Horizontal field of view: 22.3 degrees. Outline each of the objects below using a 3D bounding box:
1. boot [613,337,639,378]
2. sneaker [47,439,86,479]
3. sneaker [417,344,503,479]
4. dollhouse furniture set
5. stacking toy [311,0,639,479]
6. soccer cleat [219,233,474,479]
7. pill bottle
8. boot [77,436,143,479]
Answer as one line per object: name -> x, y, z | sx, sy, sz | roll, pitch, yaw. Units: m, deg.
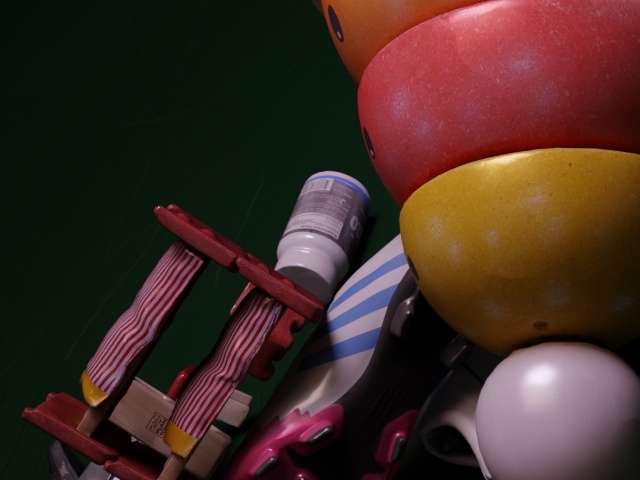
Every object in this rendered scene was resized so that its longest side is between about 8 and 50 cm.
boot -> 0.306, 0.041, 1.236 | 0.263, 0.091, 0.229 | 36, 95, 38
sneaker -> -0.270, 0.277, 1.652 | 0.089, 0.051, 0.170 | -40, 37, -2
sneaker -> 0.111, 0.130, 1.345 | 0.091, 0.094, 0.258 | -41, 28, -6
dollhouse furniture set -> -0.113, 0.093, 1.409 | 0.201, 0.152, 0.374 | -57, 0, 0
stacking toy -> 0.156, -0.040, 1.133 | 0.351, 0.351, 0.479 | -19, 59, 36
soccer cleat -> 0.027, 0.121, 1.318 | 0.331, 0.116, 0.143 | -51, 20, 8
pill bottle -> 0.000, 0.000, 1.687 | 0.078, 0.078, 0.137 | -18, 36, 37
boot -> -0.243, 0.258, 1.569 | 0.190, 0.076, 0.208 | 26, 72, 14
